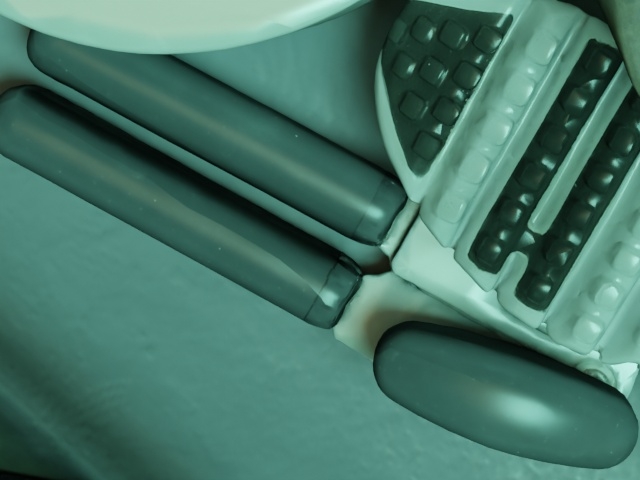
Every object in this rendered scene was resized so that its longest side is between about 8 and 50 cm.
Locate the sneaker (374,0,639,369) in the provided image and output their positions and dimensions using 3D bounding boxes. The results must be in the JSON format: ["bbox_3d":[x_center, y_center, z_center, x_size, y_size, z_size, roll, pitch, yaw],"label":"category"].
[{"bbox_3d":[0.148,0.001,0.618,0.292,0.118,0.110,36,109,5],"label":"sneaker"}]

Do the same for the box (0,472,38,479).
[{"bbox_3d":[-0.311,0.235,0.692,0.395,0.097,0.318,9,101,3],"label":"box"}]

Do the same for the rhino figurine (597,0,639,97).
[{"bbox_3d":[0.121,-0.092,0.490,0.106,0.073,0.243,-46,122,-25],"label":"rhino figurine"}]

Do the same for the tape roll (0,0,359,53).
[{"bbox_3d":[-0.043,-0.190,0.569,0.246,0.169,0.246,0,99,3],"label":"tape roll"}]

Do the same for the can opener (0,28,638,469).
[{"bbox_3d":[0.000,0.000,0.633,0.283,0.095,0.076,28,99,-1],"label":"can opener"}]
